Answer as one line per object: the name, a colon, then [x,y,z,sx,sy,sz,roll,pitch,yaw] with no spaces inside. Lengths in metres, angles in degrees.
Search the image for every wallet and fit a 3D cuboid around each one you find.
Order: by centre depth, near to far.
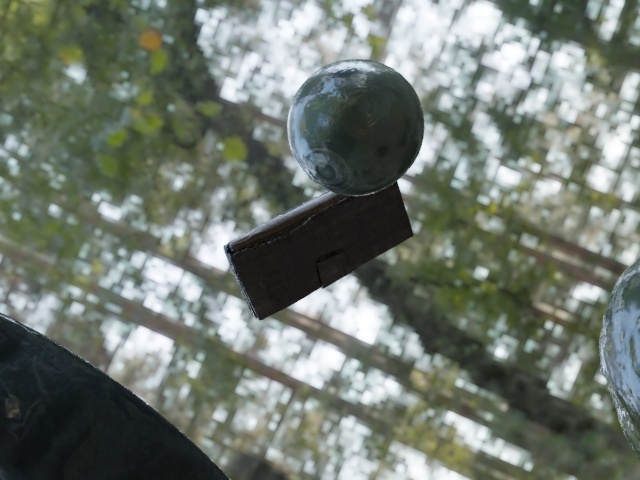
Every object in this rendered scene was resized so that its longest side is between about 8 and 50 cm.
wallet: [0.000,0.000,1.971,0.230,0.042,0.124,-29,-49,-12]

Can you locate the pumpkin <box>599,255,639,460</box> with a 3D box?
pumpkin: [0.412,0.136,1.524,0.327,0.291,0.257,77,-156,-48]

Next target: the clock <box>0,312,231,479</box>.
clock: [-0.180,0.163,0.803,0.386,0.386,0.076,90,-156,-48]

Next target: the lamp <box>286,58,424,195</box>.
lamp: [0.026,-0.083,1.193,0.105,0.105,0.105,-54,-23,-36]
